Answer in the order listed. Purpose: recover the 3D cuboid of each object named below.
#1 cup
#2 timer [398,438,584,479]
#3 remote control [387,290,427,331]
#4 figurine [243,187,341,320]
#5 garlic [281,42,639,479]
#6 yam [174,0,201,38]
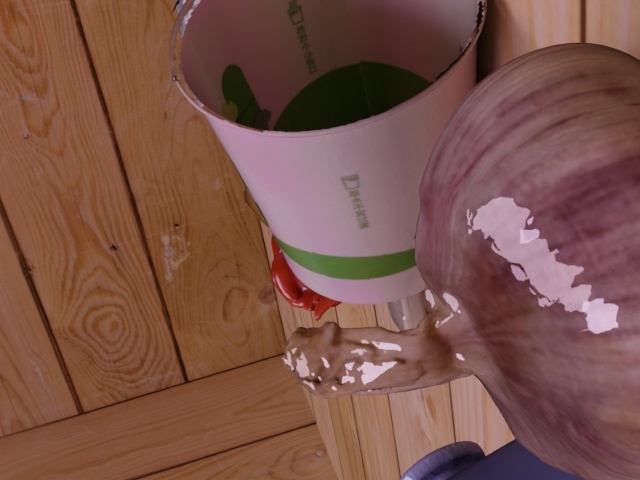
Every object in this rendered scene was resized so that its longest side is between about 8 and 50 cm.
[{"bbox_3d":[0.029,-0.098,0.902,0.274,0.253,0.253,70,178,-50],"label":"cup"},{"bbox_3d":[0.181,0.289,0.683,0.395,0.173,0.395,58,172,13],"label":"timer"},{"bbox_3d":[0.091,-0.001,1.261,0.090,0.049,0.230,-124,19,-68],"label":"remote control"},{"bbox_3d":[-0.009,0.000,1.552,0.208,0.181,0.257,36,161,27],"label":"figurine"},{"bbox_3d":[0.100,0.031,0.566,0.245,0.253,0.245,-17,-90,-89],"label":"garlic"},{"bbox_3d":[-0.095,-0.380,1.286,0.202,0.201,0.271,-77,-26,-61],"label":"yam"}]
